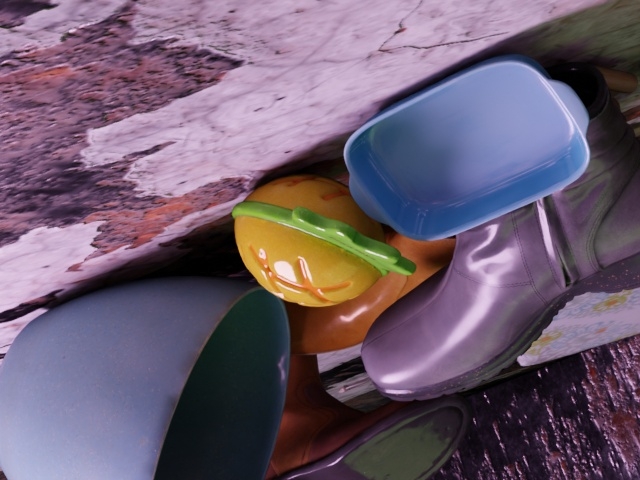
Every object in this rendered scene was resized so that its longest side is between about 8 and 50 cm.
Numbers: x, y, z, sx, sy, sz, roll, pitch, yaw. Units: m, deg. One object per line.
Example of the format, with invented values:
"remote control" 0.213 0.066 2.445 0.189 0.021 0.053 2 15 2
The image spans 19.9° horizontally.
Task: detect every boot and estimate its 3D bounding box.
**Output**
"boot" 0.068 0.013 1.649 0.295 0.104 0.211 -17 166 -6
"boot" 0.122 -0.012 1.450 0.338 0.118 0.222 -34 134 22
"boot" 0.006 0.144 1.775 0.264 0.280 0.096 -40 128 21

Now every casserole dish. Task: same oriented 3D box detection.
"casserole dish" 0.106 -0.070 1.303 0.188 0.114 0.037 -24 -152 29

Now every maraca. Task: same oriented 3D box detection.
"maraca" 0.000 0.000 1.388 0.127 0.099 0.185 23 172 -22

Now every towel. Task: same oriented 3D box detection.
"towel" 0.371 0.030 2.142 0.320 0.090 0.374 -16 159 3

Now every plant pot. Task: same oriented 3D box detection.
"plant pot" -0.172 0.153 1.587 0.195 0.290 0.290 16 179 17

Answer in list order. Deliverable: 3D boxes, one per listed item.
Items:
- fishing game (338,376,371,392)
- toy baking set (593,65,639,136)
"fishing game" 0.156 0.140 2.618 0.264 0.041 0.189 -33 171 33
"toy baking set" 0.209 -0.102 1.505 0.196 0.030 0.256 -17 167 13
